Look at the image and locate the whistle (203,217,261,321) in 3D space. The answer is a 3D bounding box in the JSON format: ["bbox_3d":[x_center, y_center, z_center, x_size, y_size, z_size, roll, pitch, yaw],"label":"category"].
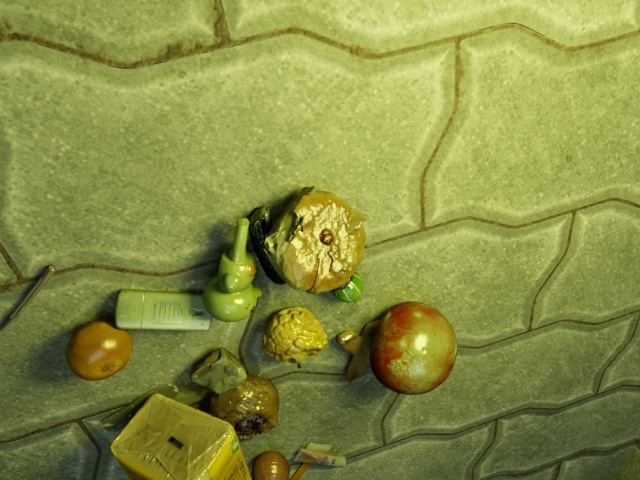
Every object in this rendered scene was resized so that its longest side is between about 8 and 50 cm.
[{"bbox_3d":[-0.193,0.088,1.188,0.141,0.141,0.294,15,123,-27],"label":"whistle"}]

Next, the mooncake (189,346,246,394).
[{"bbox_3d":[-0.291,0.367,1.392,0.129,0.073,0.125,-35,124,5],"label":"mooncake"}]

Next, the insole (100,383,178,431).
[{"bbox_3d":[-0.525,0.488,1.436,0.247,0.011,0.081,-29,126,2],"label":"insole"}]

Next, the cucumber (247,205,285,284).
[{"bbox_3d":[-0.129,0.027,1.220,0.067,0.067,0.246,-17,128,-7],"label":"cucumber"}]

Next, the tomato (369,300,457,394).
[{"bbox_3d":[0.278,0.317,1.424,0.270,0.222,0.271,-18,112,-55],"label":"tomato"}]

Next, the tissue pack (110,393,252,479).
[{"bbox_3d":[-0.373,0.659,1.406,0.292,0.228,0.382,13,131,23],"label":"tissue pack"}]

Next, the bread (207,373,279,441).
[{"bbox_3d":[-0.227,0.514,1.488,0.229,0.123,0.230,-10,124,-15],"label":"bread"}]

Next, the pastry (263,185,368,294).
[{"bbox_3d":[-0.001,0.006,1.159,0.235,0.120,0.257,43,69,-23],"label":"pastry"}]

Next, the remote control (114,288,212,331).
[{"bbox_3d":[-0.387,0.175,1.228,0.233,0.038,0.098,6,88,-22],"label":"remote control"}]

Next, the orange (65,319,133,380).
[{"bbox_3d":[-0.543,0.265,1.210,0.154,0.134,0.155,-26,147,-19],"label":"orange"}]

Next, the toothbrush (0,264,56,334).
[{"bbox_3d":[-0.715,0.185,1.155,0.354,0.024,0.029,-46,130,15],"label":"toothbrush"}]

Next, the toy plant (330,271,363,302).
[{"bbox_3d":[0.058,0.108,1.320,0.092,0.093,0.162,-35,130,7],"label":"toy plant"}]

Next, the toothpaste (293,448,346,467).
[{"bbox_3d":[0.001,0.792,1.791,0.194,0.043,0.067,19,116,-23],"label":"toothpaste"}]

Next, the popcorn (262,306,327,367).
[{"bbox_3d":[-0.072,0.270,1.362,0.179,0.180,0.170,6,83,-22],"label":"popcorn"}]

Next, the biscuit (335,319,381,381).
[{"bbox_3d":[0.138,0.343,1.538,0.164,0.047,0.208,-18,127,-5],"label":"biscuit"}]

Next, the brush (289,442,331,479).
[{"bbox_3d":[-0.062,0.845,1.839,0.103,0.013,0.272,18,117,-28],"label":"brush"}]

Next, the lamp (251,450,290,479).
[{"bbox_3d":[-0.171,0.795,1.694,0.136,0.136,0.137,-9,126,-13],"label":"lamp"}]
